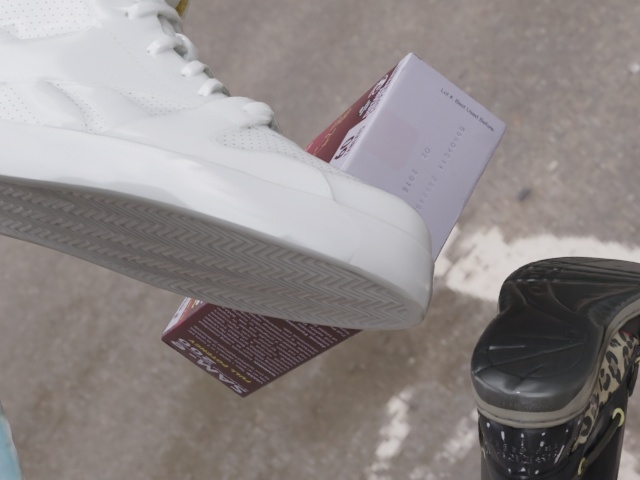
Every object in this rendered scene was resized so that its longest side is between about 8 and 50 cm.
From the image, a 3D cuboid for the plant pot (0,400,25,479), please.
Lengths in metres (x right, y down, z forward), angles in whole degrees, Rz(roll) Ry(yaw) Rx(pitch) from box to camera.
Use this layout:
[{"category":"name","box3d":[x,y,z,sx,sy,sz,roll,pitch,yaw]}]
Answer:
[{"category":"plant pot","box3d":[-0.259,0.039,0.376,0.252,0.247,0.247,-32,74,49]}]

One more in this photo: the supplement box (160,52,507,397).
[{"category":"supplement box","box3d":[0.000,0.000,0.863,0.130,0.073,0.239,-59,11,-29]}]

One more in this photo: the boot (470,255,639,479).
[{"category":"boot","box3d":[0.141,0.116,0.854,0.085,0.178,0.236,5,19,22]}]

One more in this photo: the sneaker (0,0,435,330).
[{"category":"sneaker","box3d":[-0.069,-0.074,0.621,0.293,0.108,0.169,17,68,17]}]
